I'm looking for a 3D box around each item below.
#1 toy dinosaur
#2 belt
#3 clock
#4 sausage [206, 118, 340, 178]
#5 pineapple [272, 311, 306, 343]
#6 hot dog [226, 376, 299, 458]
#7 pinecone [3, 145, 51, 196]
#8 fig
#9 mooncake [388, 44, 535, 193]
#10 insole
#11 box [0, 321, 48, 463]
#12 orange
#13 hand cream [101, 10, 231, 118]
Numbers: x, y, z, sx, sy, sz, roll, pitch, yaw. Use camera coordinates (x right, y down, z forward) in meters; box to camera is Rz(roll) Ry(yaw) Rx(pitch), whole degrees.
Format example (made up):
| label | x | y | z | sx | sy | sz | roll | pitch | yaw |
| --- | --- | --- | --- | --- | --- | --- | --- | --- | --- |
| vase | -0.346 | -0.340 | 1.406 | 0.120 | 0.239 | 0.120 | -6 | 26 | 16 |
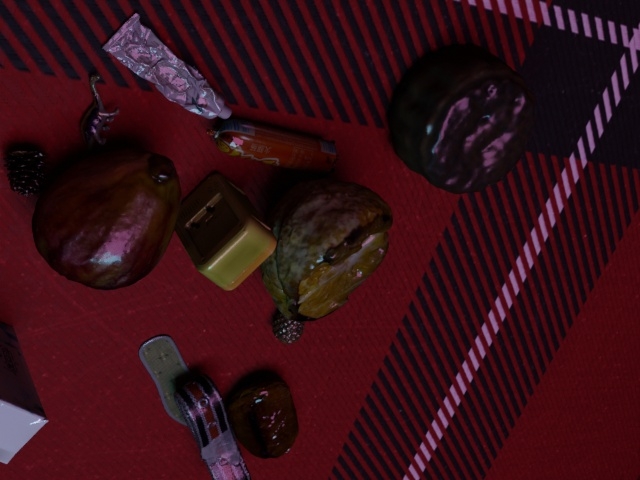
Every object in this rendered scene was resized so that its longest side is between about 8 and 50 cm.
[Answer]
| label | x | y | z | sx | sy | sz | roll | pitch | yaw |
| --- | --- | --- | --- | --- | --- | --- | --- | --- | --- |
| toy dinosaur | -0.375 | -0.193 | 1.515 | 0.058 | 0.037 | 0.180 | 12 | 111 | -10 |
| belt | -0.237 | 0.440 | 2.003 | 0.094 | 0.126 | 0.360 | -26 | 134 | -14 |
| clock | -0.180 | -0.017 | 1.645 | 0.143 | 0.202 | 0.096 | -45 | 133 | 7 |
| sausage | -0.093 | -0.178 | 1.668 | 0.263 | 0.083 | 0.083 | 10 | 118 | -33 |
| pineapple | -0.051 | 0.143 | 1.938 | 0.074 | 0.074 | 0.159 | 8 | 114 | -35 |
| hot dog | -0.128 | 0.402 | 2.061 | 0.160 | 0.099 | 0.227 | -20 | 130 | -17 |
| pinecone | -0.483 | -0.115 | 1.479 | 0.077 | 0.077 | 0.083 | -5 | 85 | -28 |
| fig | -0.350 | -0.039 | 1.514 | 0.263 | 0.224 | 0.224 | -40 | 135 | -13 |
| mooncake | 0.286 | -0.238 | 1.787 | 0.290 | 0.161 | 0.291 | -16 | 128 | -21 |
| insole | -0.309 | 0.314 | 1.953 | 0.109 | 0.007 | 0.322 | -29 | 134 | -10 |
| box | -0.607 | 0.225 | 1.523 | 0.116 | 0.274 | 0.203 | -47 | 133 | 4 |
| orange | 0.000 | 0.000 | 1.740 | 0.270 | 0.210 | 0.369 | -31 | 160 | -16 |
| hand cream | -0.246 | -0.277 | 1.522 | 0.084 | 0.050 | 0.257 | -45 | 131 | 10 |
